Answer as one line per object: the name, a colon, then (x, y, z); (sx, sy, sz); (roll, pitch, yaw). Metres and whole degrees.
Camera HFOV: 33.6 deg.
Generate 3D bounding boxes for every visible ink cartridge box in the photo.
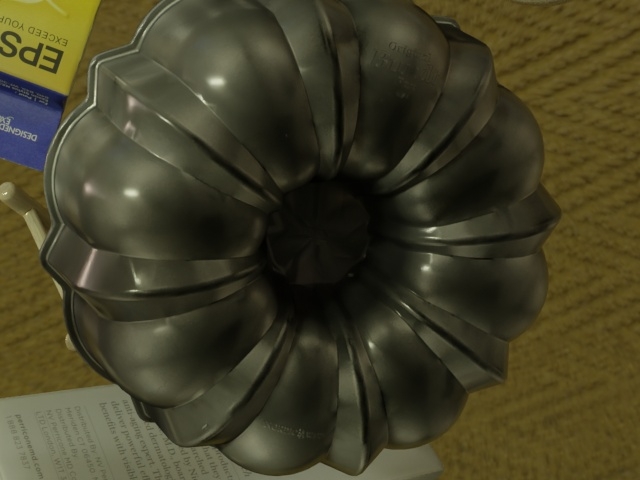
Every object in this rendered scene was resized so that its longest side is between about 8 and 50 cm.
ink cartridge box: (-0.387, -0.265, 1.110); (0.304, 0.072, 0.307); (19, 87, -13)

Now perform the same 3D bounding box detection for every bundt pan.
bundt pan: (0.000, 0.000, 0.638); (0.331, 0.124, 0.330); (-4, 105, -15)

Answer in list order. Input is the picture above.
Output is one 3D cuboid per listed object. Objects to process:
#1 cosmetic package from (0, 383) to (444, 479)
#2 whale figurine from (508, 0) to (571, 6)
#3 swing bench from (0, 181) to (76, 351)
cosmetic package: (-0.128, 0.253, 1.029); (0.230, 0.453, 0.161); (-53, 53, 36)
whale figurine: (0.249, -0.398, 1.156); (0.216, 0.141, 0.272); (6, 125, 11)
swing bench: (-0.102, -0.017, 0.975); (0.253, 0.255, 0.165); (-32, 72, 8)
